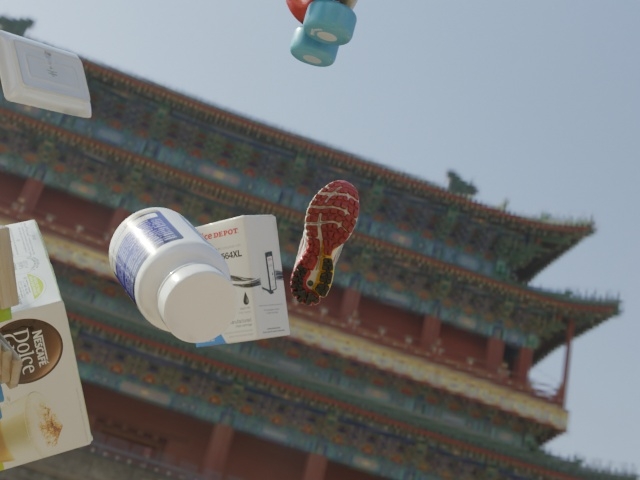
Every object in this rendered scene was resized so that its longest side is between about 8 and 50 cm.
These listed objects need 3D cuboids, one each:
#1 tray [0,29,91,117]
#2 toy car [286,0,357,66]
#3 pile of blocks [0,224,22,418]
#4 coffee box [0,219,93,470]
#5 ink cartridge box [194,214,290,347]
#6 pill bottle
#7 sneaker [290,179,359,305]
[{"bbox_3d":[-0.537,-0.329,2.029,0.030,0.145,0.270,-18,-8,21],"label":"tray"},{"bbox_3d":[-0.053,-0.406,1.490,0.237,0.219,0.210,17,-10,-9],"label":"toy car"},{"bbox_3d":[-0.409,0.136,1.095,0.149,0.112,0.362,38,-53,32],"label":"pile of blocks"},{"bbox_3d":[-0.652,0.209,1.971,0.334,0.338,0.338,-14,-58,-18],"label":"coffee box"},{"bbox_3d":[-0.141,0.068,1.711,0.148,0.203,0.085,-12,-7,38],"label":"ink cartridge box"},{"bbox_3d":[-0.166,0.041,1.176,0.112,0.112,0.186,37,1,-32],"label":"pill bottle"},{"bbox_3d":[0.000,0.000,1.801,0.088,0.225,0.093,23,0,-4],"label":"sneaker"}]
